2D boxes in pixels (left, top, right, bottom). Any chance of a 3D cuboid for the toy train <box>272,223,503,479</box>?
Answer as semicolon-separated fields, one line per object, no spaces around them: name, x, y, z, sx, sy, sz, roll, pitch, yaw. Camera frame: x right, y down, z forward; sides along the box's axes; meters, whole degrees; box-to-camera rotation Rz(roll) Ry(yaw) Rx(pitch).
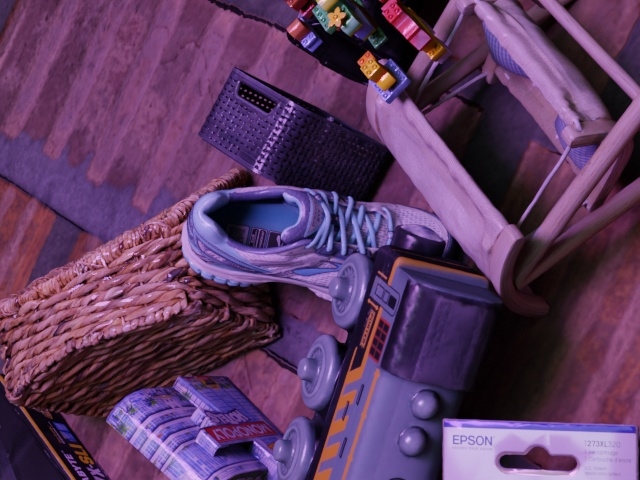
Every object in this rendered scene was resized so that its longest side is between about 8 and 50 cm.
toy train;0.061;0.153;1.308;0.190;0.142;0.334;-139;66;-69

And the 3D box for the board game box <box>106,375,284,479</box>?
board game box;-0.095;0.222;1.448;0.194;0.194;0.060;36;101;23

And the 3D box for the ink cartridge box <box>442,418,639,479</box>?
ink cartridge box;0.195;0.341;1.188;0.176;0.069;0.371;-1;88;23

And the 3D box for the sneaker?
sneaker;0.000;0.000;1.384;0.283;0.122;0.110;1;70;-3

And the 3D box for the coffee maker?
coffee maker;0.067;-0.263;1.474;0.120;0.171;0.178;6;67;44

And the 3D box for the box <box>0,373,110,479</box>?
box;-0.401;0.366;1.687;0.257;0.079;0.322;45;105;38

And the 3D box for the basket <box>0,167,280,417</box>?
basket;-0.231;0.046;1.557;0.299;0.213;0.223;-26;64;29

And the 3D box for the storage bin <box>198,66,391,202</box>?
storage bin;-0.025;-0.104;1.463;0.122;0.180;0.084;34;100;38

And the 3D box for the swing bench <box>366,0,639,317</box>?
swing bench;0.188;-0.107;1.313;0.254;0.165;0.253;-47;55;18

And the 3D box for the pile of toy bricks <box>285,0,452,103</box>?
pile of toy bricks;0.017;-0.225;1.302;0.118;0.105;0.212;-45;56;15
